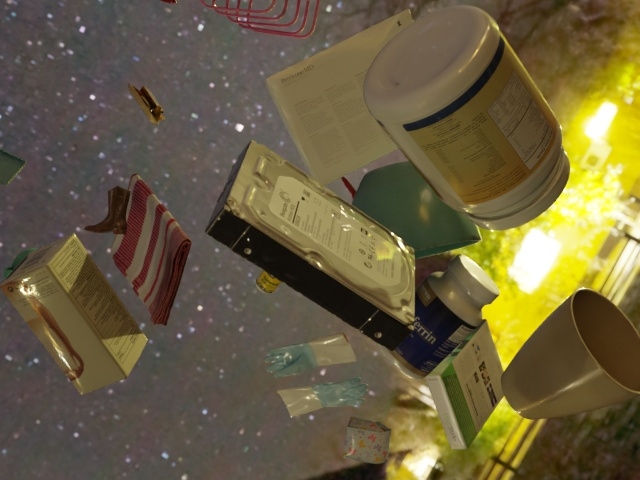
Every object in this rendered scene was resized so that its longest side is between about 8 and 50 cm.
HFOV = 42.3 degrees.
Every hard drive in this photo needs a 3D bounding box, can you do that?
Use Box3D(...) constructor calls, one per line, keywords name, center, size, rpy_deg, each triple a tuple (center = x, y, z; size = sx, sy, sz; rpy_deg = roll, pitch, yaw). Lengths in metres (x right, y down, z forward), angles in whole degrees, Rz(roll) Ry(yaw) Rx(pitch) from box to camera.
Box3D(name="hard drive", center=(0.000, 0.000, 1.282), size=(0.064, 0.339, 0.237), rpy_deg=(-50, 14, 28))

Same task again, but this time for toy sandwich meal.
Box3D(name="toy sandwich meal", center=(-0.267, -0.215, 1.281), size=(0.029, 0.085, 0.085), rpy_deg=(-36, -18, -7))

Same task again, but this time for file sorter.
Box3D(name="file sorter", center=(-0.133, -0.595, 1.940), size=(0.291, 0.202, 0.182), rpy_deg=(-4, -74, -71))

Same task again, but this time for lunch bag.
Box3D(name="lunch bag", center=(0.090, 0.382, 1.574), size=(0.053, 0.083, 0.071), rpy_deg=(-48, -35, -70))

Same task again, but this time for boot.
Box3D(name="boot", center=(-0.504, -0.073, 1.954), size=(0.037, 0.106, 0.114), rpy_deg=(-84, -3, -90))

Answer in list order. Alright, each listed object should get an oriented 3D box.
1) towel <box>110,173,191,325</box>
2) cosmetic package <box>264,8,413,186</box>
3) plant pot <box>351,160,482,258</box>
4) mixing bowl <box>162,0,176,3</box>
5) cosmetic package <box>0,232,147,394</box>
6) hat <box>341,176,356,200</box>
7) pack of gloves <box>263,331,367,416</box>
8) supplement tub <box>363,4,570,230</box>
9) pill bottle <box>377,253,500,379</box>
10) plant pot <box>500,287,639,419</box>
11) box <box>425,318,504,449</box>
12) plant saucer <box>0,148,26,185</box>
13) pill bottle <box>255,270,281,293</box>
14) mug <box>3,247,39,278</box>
Box3D(name="towel", center=(-0.411, 0.016, 1.956), size=(0.037, 0.329, 0.237), rpy_deg=(2, -60, -37))
Box3D(name="cosmetic package", center=(0.097, -0.333, 1.962), size=(0.377, 0.284, 0.097), rpy_deg=(-27, 7, -4))
Box3D(name="plant pot", center=(0.178, -0.060, 1.767), size=(0.290, 0.290, 0.195), rpy_deg=(8, -112, -75))
Box3D(name="mixing bowl", center=(-0.406, -0.648, 1.960), size=(0.098, 0.181, 0.181), rpy_deg=(-66, -14, 0))
Box3D(name="cosmetic package", center=(-0.511, 0.155, 1.737), size=(0.129, 0.296, 0.153), rpy_deg=(-23, 21, 18))
Box3D(name="hat", center=(0.171, -0.067, 2.159), size=(0.208, 0.173, 0.183), rpy_deg=(-2, -81, -52))
Box3D(name="pack of gloves", center=(-0.015, 0.328, 1.936), size=(0.195, 0.232, 0.046), rpy_deg=(65, -154, -18))
Box3D(name="supplement tub", center=(0.239, -0.184, 1.308), size=(0.316, 0.228, 0.228), rpy_deg=(45, -111, -33))
Box3D(name="pill bottle", center=(0.256, 0.165, 1.805), size=(0.264, 0.153, 0.153), rpy_deg=(-48, -10, 16))
Box3D(name="plant pot", center=(0.543, 0.283, 1.842), size=(0.274, 0.256, 0.256), rpy_deg=(-42, 0, 36))
Box3D(name="box", center=(0.412, 0.392, 2.292), size=(0.322, 0.058, 0.232), rpy_deg=(-36, -71, -50))
Box3D(name="plant saucer", center=(-0.674, -0.165, 1.639), size=(0.067, 0.192, 0.018), rpy_deg=(-57, -20, -24))
Box3D(name="pill bottle", center=(-0.134, 0.097, 2.397), size=(0.116, 0.065, 0.065), rpy_deg=(-51, -8, 30))
Box3D(name="mug", center=(-0.800, 0.079, 2.293), size=(0.158, 0.097, 0.129), rpy_deg=(51, -122, -47))
